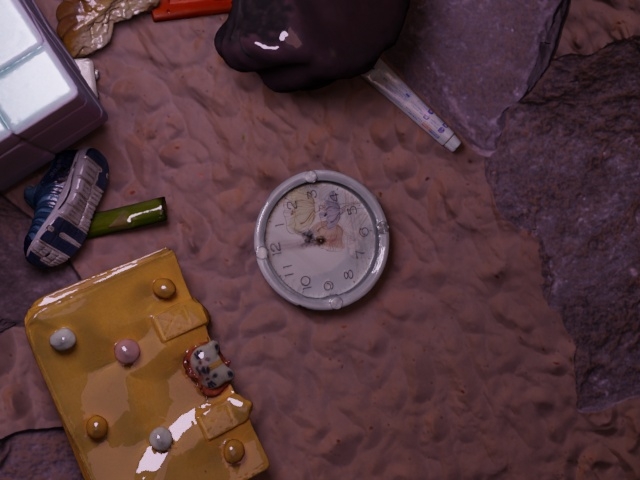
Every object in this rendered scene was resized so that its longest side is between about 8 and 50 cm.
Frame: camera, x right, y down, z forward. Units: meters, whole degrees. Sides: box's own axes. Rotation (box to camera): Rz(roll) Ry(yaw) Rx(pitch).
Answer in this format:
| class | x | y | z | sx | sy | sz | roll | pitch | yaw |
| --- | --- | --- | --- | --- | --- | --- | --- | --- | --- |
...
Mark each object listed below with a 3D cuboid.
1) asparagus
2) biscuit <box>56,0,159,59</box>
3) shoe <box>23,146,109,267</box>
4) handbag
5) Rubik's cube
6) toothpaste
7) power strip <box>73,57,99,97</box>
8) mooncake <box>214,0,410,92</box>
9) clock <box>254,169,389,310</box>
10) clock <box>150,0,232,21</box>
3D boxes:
| class | x | y | z | sx | sy | sz | roll | pitch | yaw |
| --- | --- | --- | --- | --- | --- | --- | --- | --- | --- |
| asparagus | -0.334 | -0.031 | 1.768 | 0.178 | 0.041 | 0.045 | -13 | 55 | -1 |
| biscuit | -0.356 | -0.378 | 1.751 | 0.183 | 0.061 | 0.118 | -39 | 86 | 5 |
| shoe | -0.414 | -0.057 | 1.724 | 0.106 | 0.091 | 0.207 | 12 | 73 | 26 |
| handbag | -0.272 | 0.235 | 1.731 | 0.283 | 0.133 | 0.401 | -23 | 93 | -19 |
| Rubik's cube | -0.531 | -0.234 | 1.557 | 0.316 | 0.319 | 0.322 | -35 | 92 | -2 |
| toothpaste | 0.160 | -0.236 | 1.909 | 0.218 | 0.033 | 0.052 | 42 | 74 | -6 |
| power strip | -0.448 | -0.243 | 1.752 | 0.192 | 0.035 | 0.081 | -6 | 88 | -14 |
| mooncake | -0.025 | -0.424 | 1.751 | 0.350 | 0.212 | 0.381 | 6 | 80 | -34 |
| clock | 0.000 | 0.000 | 1.842 | 0.236 | 0.053 | 0.236 | 0 | 89 | -15 |
| clock | -0.214 | -0.428 | 1.809 | 0.155 | 0.061 | 0.113 | -11 | 91 | -12 |
